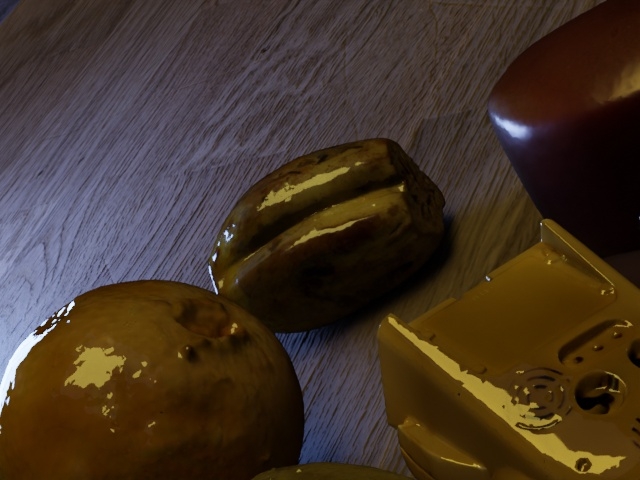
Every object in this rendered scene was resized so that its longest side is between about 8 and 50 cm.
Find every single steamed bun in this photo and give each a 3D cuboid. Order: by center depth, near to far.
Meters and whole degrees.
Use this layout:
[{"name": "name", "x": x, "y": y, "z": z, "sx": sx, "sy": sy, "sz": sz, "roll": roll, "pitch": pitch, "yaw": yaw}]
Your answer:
[{"name": "steamed bun", "x": 0.367, "y": -0.132, "z": 1.728, "sx": 0.379, "sy": 0.235, "sz": 0.248, "roll": -26, "pitch": 23, "yaw": 18}]

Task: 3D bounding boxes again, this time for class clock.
[{"name": "clock", "x": 0.224, "y": 0.156, "z": 1.465, "sx": 0.244, "sy": 0.200, "sz": 0.317, "roll": -32, "pitch": 40, "yaw": -19}]

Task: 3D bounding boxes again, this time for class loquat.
[{"name": "loquat", "x": -0.175, "y": 0.195, "z": 1.781, "sx": 0.328, "sy": 0.328, "sz": 0.328, "roll": -28, "pitch": 29, "yaw": 17}]

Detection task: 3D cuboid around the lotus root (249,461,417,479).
[{"name": "lotus root", "x": 0.039, "y": 0.285, "z": 1.555, "sx": 0.342, "sy": 0.151, "sz": 0.169, "roll": 0, "pitch": 43, "yaw": 48}]

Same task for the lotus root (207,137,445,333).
[{"name": "lotus root", "x": -0.005, "y": -0.005, "z": 2.031, "sx": 0.291, "sy": 0.193, "sz": 0.193, "roll": -30, "pitch": 28, "yaw": 12}]

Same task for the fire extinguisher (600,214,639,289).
[{"name": "fire extinguisher", "x": 0.383, "y": 0.023, "z": 1.576, "sx": 0.341, "sy": 0.105, "sz": 0.141, "roll": -16, "pitch": 73, "yaw": 45}]
